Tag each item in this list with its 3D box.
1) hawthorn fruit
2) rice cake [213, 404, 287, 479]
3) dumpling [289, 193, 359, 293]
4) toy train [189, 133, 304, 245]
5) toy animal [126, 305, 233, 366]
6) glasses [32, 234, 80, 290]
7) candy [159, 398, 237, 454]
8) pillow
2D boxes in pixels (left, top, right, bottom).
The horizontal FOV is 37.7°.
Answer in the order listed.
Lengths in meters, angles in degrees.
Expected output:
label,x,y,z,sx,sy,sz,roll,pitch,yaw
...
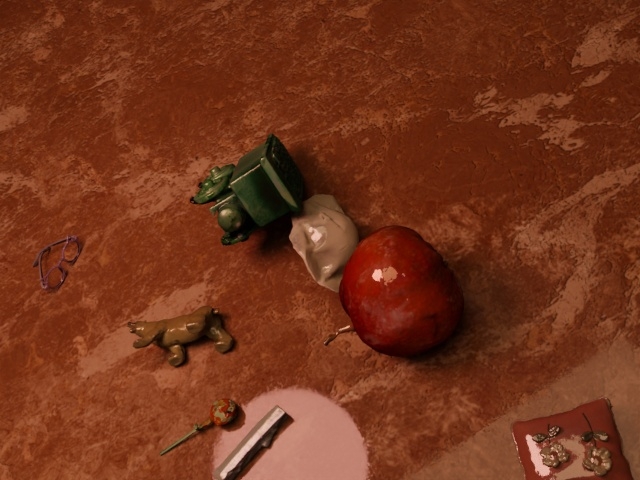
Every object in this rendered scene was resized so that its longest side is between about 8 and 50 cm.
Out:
label,x,y,z,sx,sy,sz,roll,pitch,yaw
hawthorn fruit,0.120,0.115,1.724,0.272,0.242,0.242,-41,58,0
rice cake,-0.129,0.390,1.779,0.180,0.030,0.042,-47,53,-8
dumpling,0.000,0.000,1.870,0.124,0.151,0.228,-41,45,39
toy train,-0.146,-0.100,1.922,0.202,0.145,0.266,-30,15,10
toy animal,-0.292,0.185,1.919,0.219,0.103,0.101,-19,40,13
glasses,-0.615,0.039,2.118,0.104,0.062,0.140,19,71,28
candy,-0.241,0.368,1.832,0.185,0.049,0.055,-34,28,8
pillow,0.419,0.360,1.571,0.179,0.075,0.171,-17,60,13
